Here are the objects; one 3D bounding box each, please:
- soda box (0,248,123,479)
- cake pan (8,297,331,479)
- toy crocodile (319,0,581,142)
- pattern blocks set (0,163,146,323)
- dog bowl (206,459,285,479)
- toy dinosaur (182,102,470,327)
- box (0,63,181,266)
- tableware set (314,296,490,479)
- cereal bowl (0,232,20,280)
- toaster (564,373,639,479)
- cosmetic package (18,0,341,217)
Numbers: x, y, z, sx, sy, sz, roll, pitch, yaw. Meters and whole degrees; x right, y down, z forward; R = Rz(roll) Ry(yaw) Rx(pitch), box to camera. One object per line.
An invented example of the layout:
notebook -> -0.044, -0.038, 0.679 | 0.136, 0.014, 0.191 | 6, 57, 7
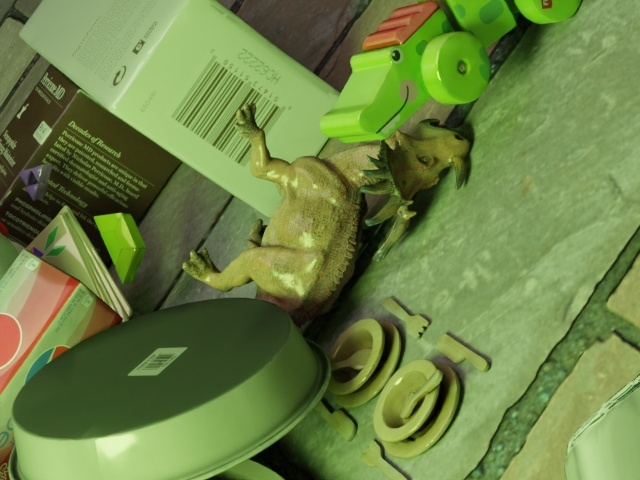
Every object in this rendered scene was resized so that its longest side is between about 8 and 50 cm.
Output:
soda box -> -0.304, 0.146, 1.403 | 0.083, 0.092, 0.263 | 27, 77, 31
cake pan -> -0.137, 0.129, 1.308 | 0.293, 0.054, 0.293 | -15, 19, 5
toy crocodile -> 0.125, -0.204, 1.373 | 0.340, 0.105, 0.115 | -42, 22, -22
pattern blocks set -> -0.295, 0.068, 1.718 | 0.285, 0.026, 0.324 | -33, 68, 32
dog bowl -> -0.186, 0.271, 1.215 | 0.349, 0.349, 0.102 | 24, 119, 61
toy dinosaur -> 0.000, 0.000, 1.410 | 0.200, 0.127, 0.295 | 29, 102, 30
box -> -0.317, -0.085, 1.922 | 0.203, 0.167, 0.168 | -55, 28, 2
tableware set -> 0.050, 0.118, 1.279 | 0.128, 0.039, 0.194 | -56, 28, 0
cereal bowl -> -0.398, 0.146, 1.639 | 0.339, 0.141, 0.338 | -159, 90, -75
toaster -> 0.233, 0.150, 0.876 | 0.227, 0.129, 0.146 | -44, 27, 26
cosmetic package -> -0.172, -0.202, 1.758 | 0.161, 0.230, 0.453 | -55, 29, 1
